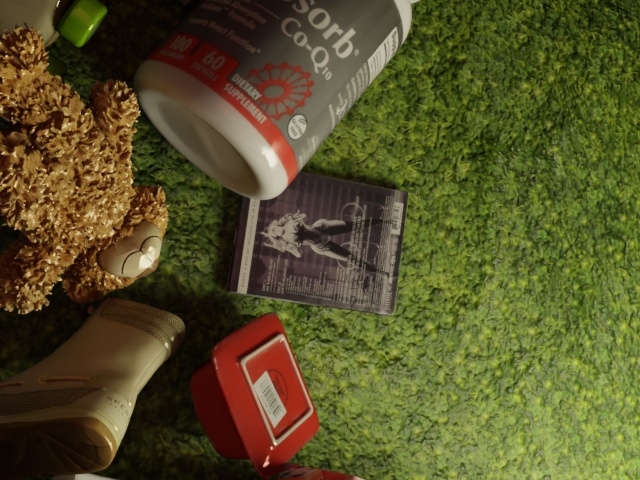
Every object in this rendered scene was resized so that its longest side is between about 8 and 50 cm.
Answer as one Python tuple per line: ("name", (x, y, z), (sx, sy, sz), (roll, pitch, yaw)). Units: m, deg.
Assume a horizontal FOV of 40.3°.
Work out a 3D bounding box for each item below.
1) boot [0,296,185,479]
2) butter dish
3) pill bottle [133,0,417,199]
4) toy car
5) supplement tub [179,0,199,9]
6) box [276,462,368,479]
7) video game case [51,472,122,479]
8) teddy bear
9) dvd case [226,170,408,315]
("boot", (-0.290, 0.152, 0.937), (0.095, 0.262, 0.203), (68, 28, -27))
("butter dish", (-0.094, 0.184, 1.009), (0.160, 0.118, 0.160), (-27, 96, -63))
("pill bottle", (-0.026, -0.243, 1.008), (0.210, 0.210, 0.363), (41, 74, -12))
("toy car", (-0.312, -0.257, 0.932), (0.155, 0.188, 0.149), (36, 109, -15))
("supplement tub", (-0.158, -0.341, 1.043), (0.071, 0.071, 0.107), (-28, 94, -19))
("box", (0.090, 0.365, 0.997), (0.300, 0.142, 0.154), (26, 69, -32))
("video game case", (-0.172, 0.389, 0.904), (0.269, 0.061, 0.244), (26, 56, -37))
("teddy bear", (-0.250, -0.052, 0.862), (0.245, 0.113, 0.338), (-61, 148, -41))
("dvd case", (0.000, 0.000, 1.101), (0.221, 0.018, 0.164), (10, 84, -19))
